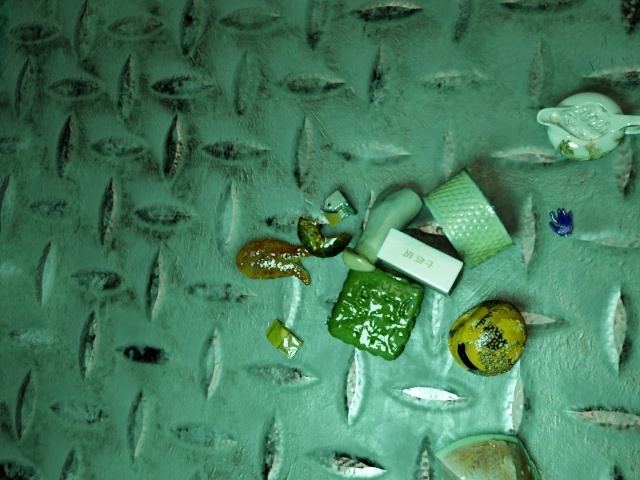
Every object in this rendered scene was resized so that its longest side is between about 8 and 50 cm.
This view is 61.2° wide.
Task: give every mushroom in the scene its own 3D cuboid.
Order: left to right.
[{"bbox_3d":[0.182,-0.034,1.642,0.122,0.159,0.328,40,69,-8],"label":"mushroom"}]

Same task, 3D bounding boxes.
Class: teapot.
[{"bbox_3d":[0.781,-0.334,1.565,0.298,0.139,0.204,2,80,17],"label":"teapot"}]

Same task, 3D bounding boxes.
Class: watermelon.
[{"bbox_3d":[0.520,0.695,1.478,0.222,0.319,0.292,-36,114,-20],"label":"watermelon"}]

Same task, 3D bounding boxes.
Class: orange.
[{"bbox_3d":[0.473,0.272,1.522,0.182,0.234,0.234,40,94,6],"label":"orange"}]

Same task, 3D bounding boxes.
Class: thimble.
[{"bbox_3d":[0.424,-0.064,1.564,0.150,0.271,0.270,-34,75,12],"label":"thimble"}]

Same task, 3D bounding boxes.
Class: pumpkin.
[{"bbox_3d":[0.000,0.000,1.753,0.184,0.119,0.107,24,100,16],"label":"pumpkin"}]

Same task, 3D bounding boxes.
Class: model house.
[{"bbox_3d":[0.052,-0.101,1.760,0.100,0.101,0.087,-34,77,10],"label":"model house"}]

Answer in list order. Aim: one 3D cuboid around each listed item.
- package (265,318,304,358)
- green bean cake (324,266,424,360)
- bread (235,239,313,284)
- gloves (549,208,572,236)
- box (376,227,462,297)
[{"bbox_3d":[-0.123,0.322,1.779,0.131,0.047,0.071,39,97,15],"label":"package"},{"bbox_3d":[0.171,0.214,1.655,0.247,0.156,0.249,22,89,16],"label":"green bean cake"},{"bbox_3d":[-0.151,0.068,1.799,0.269,0.095,0.139,6,92,13],"label":"bread"},{"bbox_3d":[0.712,-0.053,1.603,0.064,0.026,0.086,-6,81,17],"label":"gloves"},{"bbox_3d":[0.295,0.074,1.546,0.210,0.330,0.095,28,90,17],"label":"box"}]
